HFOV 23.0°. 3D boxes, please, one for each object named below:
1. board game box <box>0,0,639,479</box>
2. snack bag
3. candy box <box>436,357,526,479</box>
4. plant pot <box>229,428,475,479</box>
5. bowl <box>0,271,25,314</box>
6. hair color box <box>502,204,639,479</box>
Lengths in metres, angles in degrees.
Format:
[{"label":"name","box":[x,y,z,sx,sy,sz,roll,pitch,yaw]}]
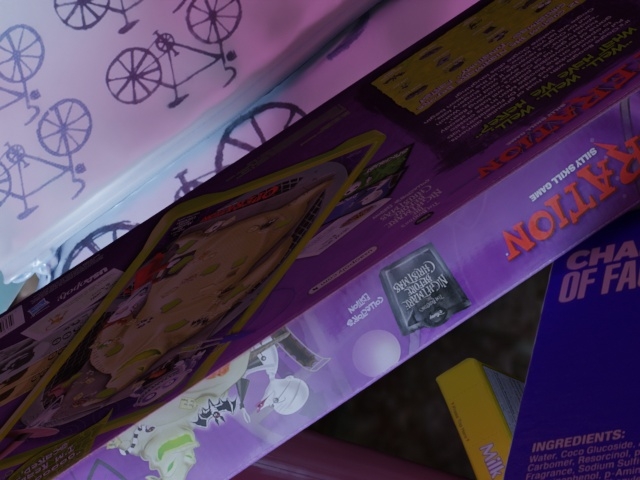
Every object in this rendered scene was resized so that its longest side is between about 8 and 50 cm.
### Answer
[{"label":"board game box","box":[0.000,0.000,0.670,0.347,0.056,0.208,-33,17,-2]},{"label":"snack bag","box":[-0.048,-0.069,0.836,0.323,0.037,0.342,-36,81,14]},{"label":"candy box","box":[0.118,0.154,0.704,0.027,0.105,0.206,-30,62,18]},{"label":"plant pot","box":[-0.013,0.169,0.733,0.180,0.201,0.201,3,75,14]},{"label":"bowl","box":[-0.331,-0.059,0.990,0.311,0.163,0.311,-9,71,27]},{"label":"hair color box","box":[0.144,0.124,0.555,0.110,0.185,0.339,-13,31,24]}]
